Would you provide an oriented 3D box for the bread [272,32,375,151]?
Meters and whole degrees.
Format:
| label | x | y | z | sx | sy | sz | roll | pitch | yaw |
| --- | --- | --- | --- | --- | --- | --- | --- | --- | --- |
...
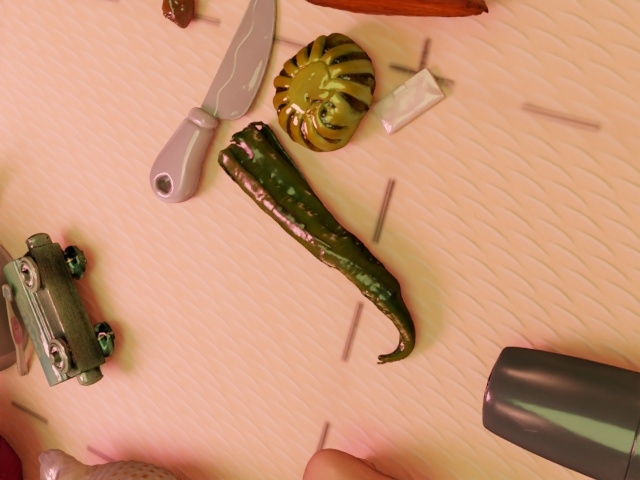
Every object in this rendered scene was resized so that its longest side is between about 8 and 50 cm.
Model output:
| label | x | y | z | sx | sy | sz | roll | pitch | yaw |
| --- | --- | --- | --- | --- | --- | --- | --- | --- | --- |
| bread | 0.003 | -0.180 | 0.806 | 0.139 | 0.071 | 0.130 | -39 | 76 | 25 |

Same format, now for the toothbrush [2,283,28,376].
| label | x | y | z | sx | sy | sz | roll | pitch | yaw |
| --- | --- | --- | --- | --- | --- | --- | --- | --- | --- |
| toothbrush | -0.500 | 0.150 | 1.084 | 0.022 | 0.017 | 0.204 | 36 | 133 | 30 |

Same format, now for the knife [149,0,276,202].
| label | x | y | z | sx | sy | sz | roll | pitch | yaw |
| --- | --- | --- | --- | --- | --- | --- | --- | --- | --- |
| knife | -0.132 | -0.188 | 0.891 | 0.080 | 0.044 | 0.331 | 39 | 108 | 16 |

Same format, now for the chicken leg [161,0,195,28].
| label | x | y | z | sx | sy | sz | roll | pitch | yaw |
| --- | --- | --- | --- | --- | --- | --- | --- | --- | --- |
| chicken leg | -0.198 | -0.384 | 0.877 | 0.085 | 0.069 | 0.197 | 4 | 106 | 27 |

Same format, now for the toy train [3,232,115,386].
| label | x | y | z | sx | sy | sz | roll | pitch | yaw |
| --- | --- | --- | --- | --- | --- | --- | --- | --- | --- |
| toy train | -0.418 | 0.116 | 1.044 | 0.159 | 0.101 | 0.248 | -25 | 86 | 42 |

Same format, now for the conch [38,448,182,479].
| label | x | y | z | sx | sy | sz | roll | pitch | yaw |
| --- | --- | --- | --- | --- | --- | --- | --- | --- | --- |
| conch | -0.293 | 0.451 | 0.962 | 0.319 | 0.215 | 0.303 | 45 | 111 | 48 |

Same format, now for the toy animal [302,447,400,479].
| label | x | y | z | sx | sy | sz | roll | pitch | yaw |
| --- | --- | --- | --- | --- | --- | --- | --- | --- | --- |
| toy animal | 0.036 | 0.375 | 0.780 | 0.210 | 0.229 | 0.221 | 22 | 104 | 16 |

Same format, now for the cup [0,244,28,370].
| label | x | y | z | sx | sy | sz | roll | pitch | yaw |
| --- | --- | --- | --- | --- | --- | --- | --- | --- | --- |
| cup | -0.653 | 0.080 | 1.042 | 0.259 | 0.274 | 0.356 | 19 | 106 | 22 |

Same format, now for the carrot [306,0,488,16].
| label | x | y | z | sx | sy | sz | roll | pitch | yaw |
| --- | --- | --- | --- | --- | --- | --- | --- | --- | --- |
| carrot | 0.089 | -0.363 | 0.675 | 0.196 | 0.196 | 0.254 | 10 | 101 | 24 |

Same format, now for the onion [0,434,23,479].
| label | x | y | z | sx | sy | sz | roll | pitch | yaw |
| --- | --- | --- | --- | --- | --- | --- | --- | --- | --- |
| onion | -0.682 | 0.452 | 1.050 | 0.348 | 0.385 | 0.347 | 15 | 132 | 17 |

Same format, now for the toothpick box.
| label | x | y | z | sx | sy | sz | roll | pitch | yaw |
| --- | --- | --- | --- | --- | --- | --- | --- | --- | --- |
| toothpick box | 0.269 | 0.181 | 0.702 | 0.184 | 0.120 | 0.120 | 15 | 103 | 26 |

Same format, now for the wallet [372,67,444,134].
| label | x | y | z | sx | sy | sz | roll | pitch | yaw |
| --- | --- | --- | --- | --- | --- | --- | --- | --- | --- |
| wallet | 0.104 | -0.165 | 0.791 | 0.083 | 0.011 | 0.044 | -32 | 83 | 26 |

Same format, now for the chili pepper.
| label | x | y | z | sx | sy | sz | roll | pitch | yaw |
| --- | --- | --- | --- | --- | --- | --- | --- | --- | --- |
| chili pepper | 0.001 | 0.000 | 0.836 | 0.085 | 0.076 | 0.359 | -39 | 79 | -1 |
